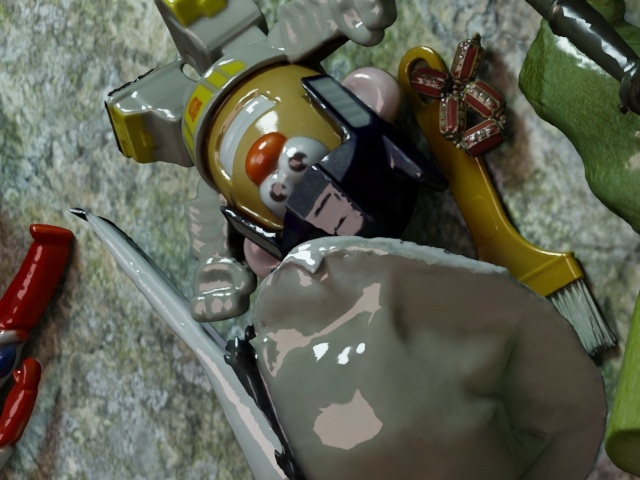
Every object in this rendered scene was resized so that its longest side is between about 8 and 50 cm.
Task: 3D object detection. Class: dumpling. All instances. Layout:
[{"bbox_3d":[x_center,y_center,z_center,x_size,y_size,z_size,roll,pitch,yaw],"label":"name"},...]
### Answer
[{"bbox_3d":[0.066,0.127,0.960,0.204,0.163,0.293,-6,123,40],"label":"dumpling"}]

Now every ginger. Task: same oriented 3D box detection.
[{"bbox_3d":[0.237,-0.058,0.903,0.137,0.089,0.290,-42,66,22],"label":"ginger"}]

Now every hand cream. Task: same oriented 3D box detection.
[{"bbox_3d":[-0.087,0.097,1.150,0.076,0.121,0.336,-41,67,-1],"label":"hand cream"}]

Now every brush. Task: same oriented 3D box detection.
[{"bbox_3d":[0.119,-0.025,1.040,0.103,0.013,0.272,-33,72,33],"label":"brush"}]

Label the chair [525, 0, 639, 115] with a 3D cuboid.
[{"bbox_3d":[0.108,-0.369,0.776,0.364,0.362,0.410,-42,35,-6],"label":"chair"}]

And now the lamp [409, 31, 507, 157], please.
[{"bbox_3d":[0.108,-0.102,1.026,0.063,0.031,0.083,-32,72,15],"label":"lamp"}]

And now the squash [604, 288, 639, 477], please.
[{"bbox_3d":[0.295,0.085,0.848,0.237,0.204,0.155,17,69,28],"label":"squash"}]

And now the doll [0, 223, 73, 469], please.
[{"bbox_3d":[-0.349,0.146,1.361,0.188,0.099,0.384,20,100,35],"label":"doll"}]

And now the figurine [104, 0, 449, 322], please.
[{"bbox_3d":[-0.029,-0.078,1.070,0.308,0.143,0.309,22,121,42],"label":"figurine"}]
